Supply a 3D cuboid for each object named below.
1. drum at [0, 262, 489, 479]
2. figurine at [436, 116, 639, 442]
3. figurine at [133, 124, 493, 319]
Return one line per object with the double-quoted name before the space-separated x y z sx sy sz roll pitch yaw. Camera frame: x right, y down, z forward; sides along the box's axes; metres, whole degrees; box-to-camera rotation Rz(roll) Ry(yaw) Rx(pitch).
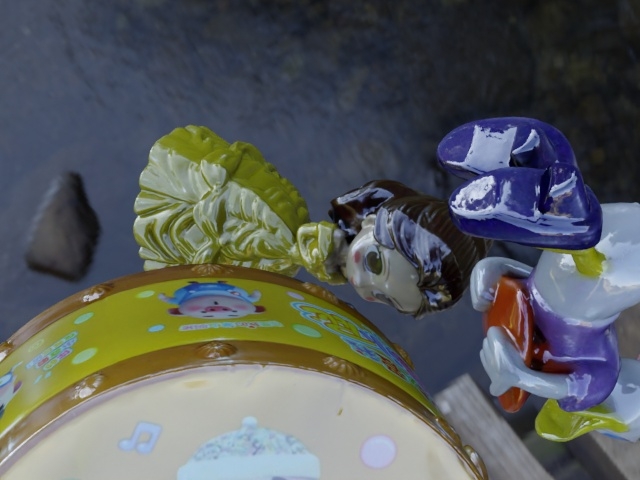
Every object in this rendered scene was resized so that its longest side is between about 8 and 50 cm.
"drum" -0.082 0.240 1.125 0.431 0.431 0.214 -34 20 -2
"figurine" 0.226 0.065 1.309 0.193 0.420 0.154 -12 43 5
"figurine" -0.003 0.002 1.456 0.315 0.168 0.187 11 107 34
